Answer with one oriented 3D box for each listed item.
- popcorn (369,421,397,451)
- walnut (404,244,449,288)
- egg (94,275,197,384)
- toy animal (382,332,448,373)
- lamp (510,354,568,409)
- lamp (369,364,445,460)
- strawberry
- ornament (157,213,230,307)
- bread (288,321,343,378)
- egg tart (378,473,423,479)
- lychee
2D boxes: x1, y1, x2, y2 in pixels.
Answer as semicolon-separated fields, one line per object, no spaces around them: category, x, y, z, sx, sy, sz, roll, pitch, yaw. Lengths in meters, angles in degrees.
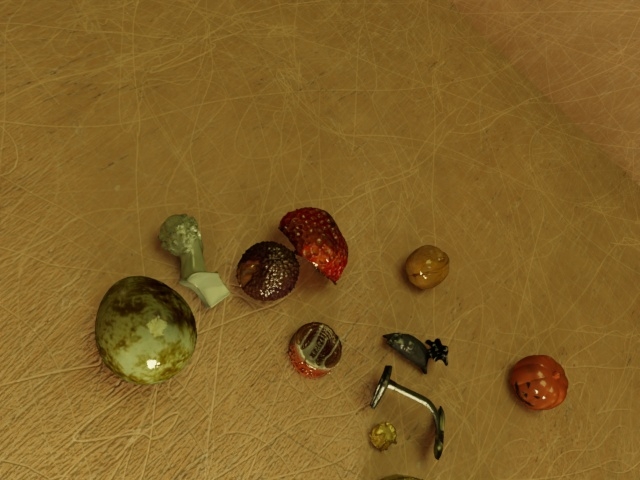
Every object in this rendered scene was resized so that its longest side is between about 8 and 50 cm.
popcorn;0.184;0.562;1.844;0.083;0.057;0.082;36;44;-4
walnut;0.366;0.090;2.188;0.144;0.144;0.180;48;46;2
egg;-0.429;0.213;1.567;0.238;0.238;0.289;-3;40;-33
toy animal;0.292;0.355;2.035;0.210;0.121;0.117;12;101;-6
lamp;0.747;0.476;2.168;0.187;0.164;0.188;17;53;-23
lamp;0.281;0.481;1.906;0.283;0.124;0.203;38;19;0
strawberry;-0.010;-0.011;1.926;0.150;0.280;0.253;-44;72;1
ornament;-0.354;0.057;1.772;0.120;0.130;0.285;-23;76;-25
bread;-0.015;0.318;1.858;0.160;0.073;0.161;15;56;-24
egg tart;0.240;0.722;1.677;0.290;0.115;0.290;12;33;-8
lychee;-0.141;0.092;1.844;0.188;0.188;0.188;15;56;-23
